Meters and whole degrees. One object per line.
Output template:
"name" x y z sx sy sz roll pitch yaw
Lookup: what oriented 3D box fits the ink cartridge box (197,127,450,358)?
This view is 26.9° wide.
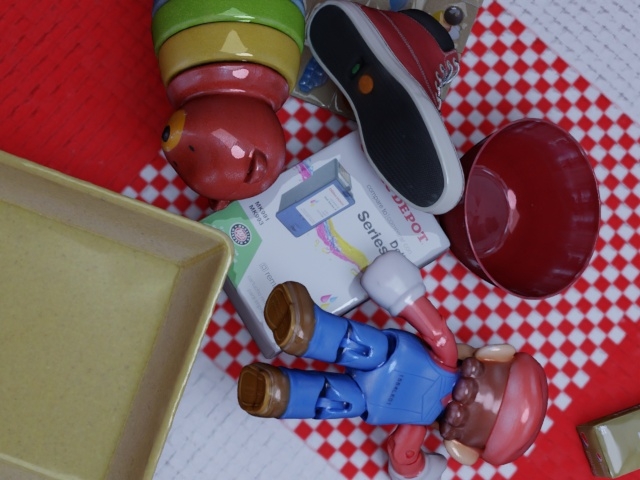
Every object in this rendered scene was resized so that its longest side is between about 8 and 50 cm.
"ink cartridge box" 0.000 0.000 1.359 0.212 0.093 0.154 -30 85 -12

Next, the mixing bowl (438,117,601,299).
"mixing bowl" 0.187 -0.031 1.368 0.181 0.098 0.181 0 89 -34

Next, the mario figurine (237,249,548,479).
"mario figurine" 0.077 0.134 1.315 0.321 0.198 0.170 17 47 -24

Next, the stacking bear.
"stacking bear" -0.094 -0.177 1.308 0.164 0.175 0.289 11 67 -34

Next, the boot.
"boot" 0.110 -0.138 1.346 0.176 0.088 0.244 -5 61 -47

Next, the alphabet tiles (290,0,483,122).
"alphabet tiles" 0.006 -0.289 1.447 0.343 0.011 0.285 22 79 -3

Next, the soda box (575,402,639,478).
"soda box" 0.363 0.190 1.388 0.181 0.061 0.058 -19 85 -9

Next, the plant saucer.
"plant saucer" -0.289 0.096 1.294 0.333 0.081 0.332 20 89 -2
